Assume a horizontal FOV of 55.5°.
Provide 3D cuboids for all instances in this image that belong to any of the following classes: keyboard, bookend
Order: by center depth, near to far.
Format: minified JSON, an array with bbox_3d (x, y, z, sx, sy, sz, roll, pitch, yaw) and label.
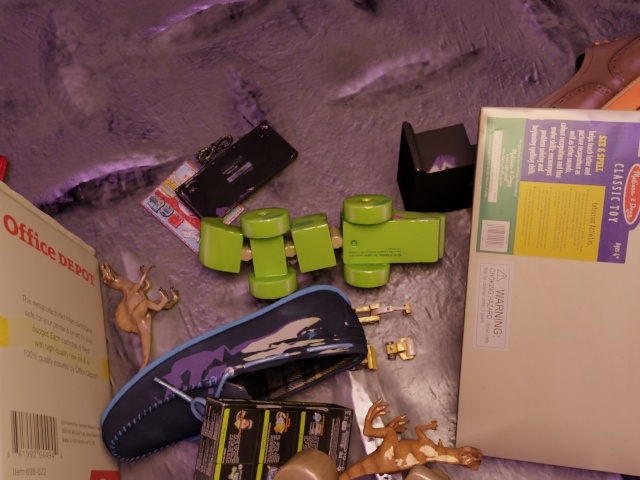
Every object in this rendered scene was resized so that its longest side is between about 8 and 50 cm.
[{"bbox_3d":[0.188,-0.104,0.815,0.156,0.157,0.072,-12,69,0],"label":"bookend"},{"bbox_3d":[-0.132,-0.109,0.909,0.180,0.023,0.108,-41,77,-17],"label":"keyboard"}]

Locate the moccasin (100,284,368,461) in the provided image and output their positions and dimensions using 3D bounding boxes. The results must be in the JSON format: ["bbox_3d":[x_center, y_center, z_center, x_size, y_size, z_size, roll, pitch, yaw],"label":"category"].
[{"bbox_3d":[-0.102,0.172,0.731,0.342,0.138,0.117,-32,53,-4],"label":"moccasin"}]

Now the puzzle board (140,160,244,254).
[{"bbox_3d":[-0.191,-0.052,0.904,0.128,0.011,0.096,39,77,17],"label":"puzzle board"}]

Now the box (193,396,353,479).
[{"bbox_3d":[-0.053,0.274,0.669,0.184,0.045,0.191,13,80,-35],"label":"box"}]

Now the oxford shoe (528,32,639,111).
[{"bbox_3d":[0.452,-0.262,0.875,0.363,0.130,0.133,-41,65,-11],"label":"oxford shoe"}]

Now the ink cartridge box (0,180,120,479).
[{"bbox_3d":[-0.365,0.166,0.691,0.160,0.279,0.385,-14,68,1],"label":"ink cartridge box"}]

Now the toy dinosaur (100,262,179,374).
[{"bbox_3d":[-0.242,0.097,0.838,0.092,0.053,0.183,-36,62,7],"label":"toy dinosaur"}]

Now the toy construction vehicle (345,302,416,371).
[{"bbox_3d":[0.074,0.125,0.800,0.098,0.035,0.086,-5,68,3],"label":"toy construction vehicle"}]

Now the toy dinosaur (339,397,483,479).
[{"bbox_3d":[0.075,0.246,0.695,0.211,0.064,0.112,-17,32,4],"label":"toy dinosaur"}]

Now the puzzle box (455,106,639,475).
[{"bbox_3d":[0.304,0.057,0.690,0.272,0.052,0.409,5,98,12],"label":"puzzle box"}]

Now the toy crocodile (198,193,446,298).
[{"bbox_3d":[0.000,0.000,0.825,0.340,0.105,0.115,-6,110,1],"label":"toy crocodile"}]

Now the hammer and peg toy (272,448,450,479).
[{"bbox_3d":[0.096,0.370,0.613,0.361,0.127,0.266,28,101,13],"label":"hammer and peg toy"}]

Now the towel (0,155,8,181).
[{"bbox_3d":[-0.627,-0.048,0.928,0.274,0.031,0.199,0,71,7],"label":"towel"}]
